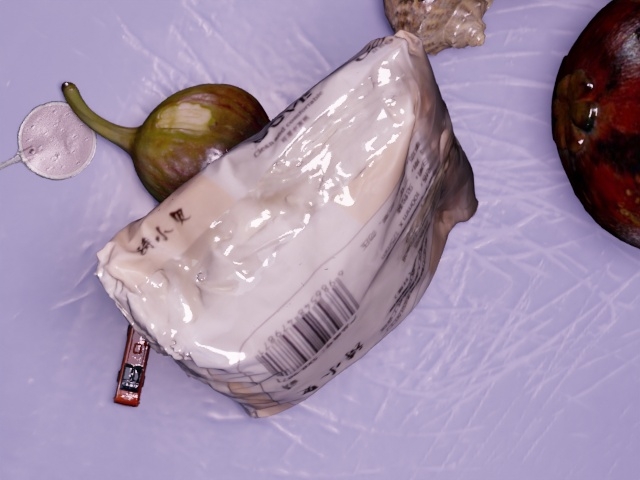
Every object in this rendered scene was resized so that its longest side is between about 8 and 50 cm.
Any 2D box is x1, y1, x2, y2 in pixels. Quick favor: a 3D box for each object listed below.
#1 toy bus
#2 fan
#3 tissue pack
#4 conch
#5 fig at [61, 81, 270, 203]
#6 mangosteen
[{"bbox_3d":[-0.196,0.123,1.696,0.031,0.043,0.110,11,88,-6],"label":"toy bus"},{"bbox_3d":[-0.304,-0.097,1.707,0.133,0.005,0.085,-25,93,-6],"label":"fan"},{"bbox_3d":[0.000,0.000,1.568,0.375,0.390,0.195,-41,66,-4],"label":"tissue pack"},{"bbox_3d":[0.121,-0.293,1.721,0.155,0.130,0.207,-22,68,-42],"label":"conch"},{"bbox_3d":[-0.170,-0.109,1.667,0.245,0.149,0.149,18,88,9],"label":"fig"},{"bbox_3d":[0.387,-0.126,1.648,0.311,0.311,0.311,0,90,-6],"label":"mangosteen"}]
